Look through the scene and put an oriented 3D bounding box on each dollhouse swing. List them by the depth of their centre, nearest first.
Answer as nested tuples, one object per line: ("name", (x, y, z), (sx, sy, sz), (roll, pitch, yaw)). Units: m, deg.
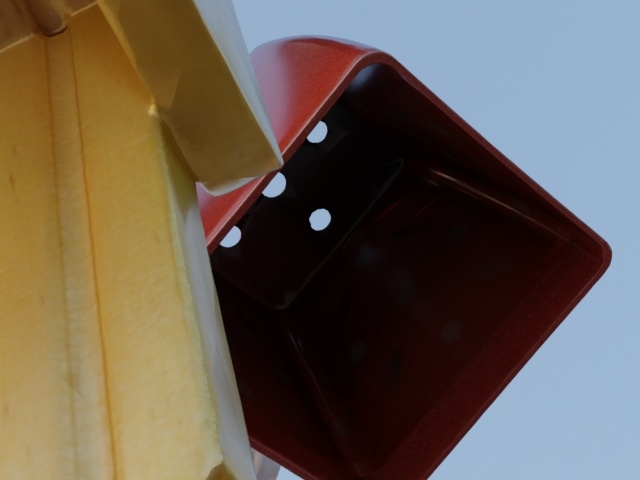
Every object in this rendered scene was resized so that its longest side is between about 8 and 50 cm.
("dollhouse swing", (-0.215, -0.029, 0.436), (0.347, 0.305, 0.315), (-25, -67, 7))

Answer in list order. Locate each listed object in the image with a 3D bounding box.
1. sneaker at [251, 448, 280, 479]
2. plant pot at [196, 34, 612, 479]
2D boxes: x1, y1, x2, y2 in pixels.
("sneaker", (-0.143, 0.284, 1.462), (0.366, 0.135, 0.150), (-42, -30, 28))
("plant pot", (0.000, 0.000, 1.114), (0.267, 0.236, 0.267), (37, -85, -31))
